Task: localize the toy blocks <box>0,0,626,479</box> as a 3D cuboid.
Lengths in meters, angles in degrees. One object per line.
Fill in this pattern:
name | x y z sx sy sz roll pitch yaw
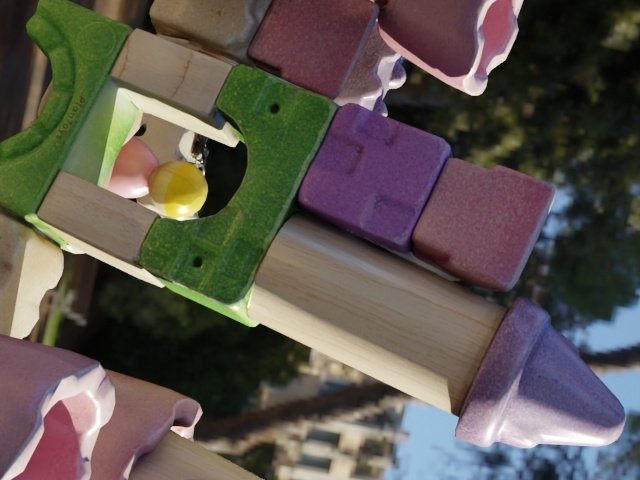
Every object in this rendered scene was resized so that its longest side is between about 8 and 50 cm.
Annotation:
toy blocks | 0.000 0.000 0.530 0.288 0.260 0.309 -64 168 -10
